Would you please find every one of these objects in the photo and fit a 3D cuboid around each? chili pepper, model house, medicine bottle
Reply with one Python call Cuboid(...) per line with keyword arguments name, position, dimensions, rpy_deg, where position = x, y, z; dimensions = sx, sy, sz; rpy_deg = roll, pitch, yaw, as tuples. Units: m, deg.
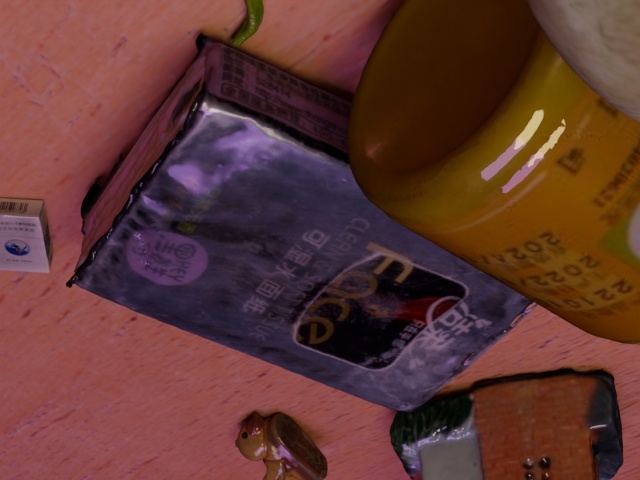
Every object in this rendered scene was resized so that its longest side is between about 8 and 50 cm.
Cuboid(name="chili pepper", position=(-0.057, -0.176, 0.857), dimensions=(0.030, 0.017, 0.083), rpy_deg=(14, 145, 19))
Cuboid(name="model house", position=(0.206, 0.304, 1.240), dimensions=(0.253, 0.291, 0.184), rpy_deg=(-9, 135, 14))
Cuboid(name="medicine bottle", position=(0.227, -0.040, 0.845), dimensions=(0.384, 0.224, 0.224), rpy_deg=(30, 134, -29))

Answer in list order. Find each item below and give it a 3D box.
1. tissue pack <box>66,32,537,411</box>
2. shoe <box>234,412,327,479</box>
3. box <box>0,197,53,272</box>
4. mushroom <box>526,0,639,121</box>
Cuboid(name="tissue pack", position=(0.000, 0.000, 0.995), dimensions=(0.361, 0.122, 0.259), rpy_deg=(25, 133, -23))
Cuboid(name="shoe", position=(-0.047, 0.251, 1.350), dimensions=(0.109, 0.072, 0.069), rpy_deg=(32, 127, -33))
Cuboid(name="box", position=(-0.279, -0.004, 1.078), dimensions=(0.054, 0.024, 0.083), rpy_deg=(2, 141, -3))
Cuboid(name="mushroom", position=(0.257, -0.212, 0.594), dimensions=(0.352, 0.260, 0.352), rpy_deg=(-15, 127, -21))
